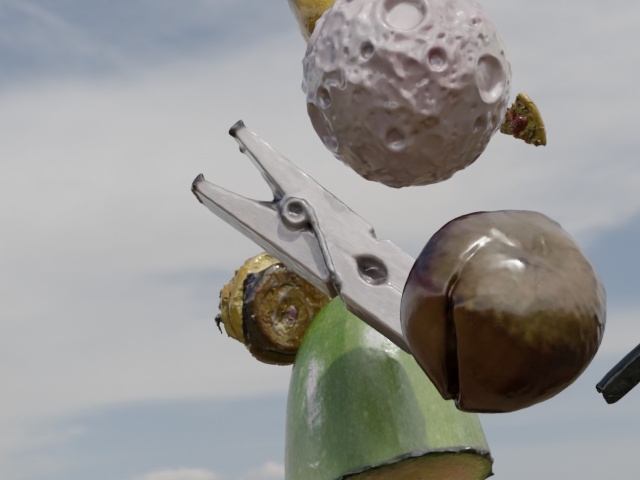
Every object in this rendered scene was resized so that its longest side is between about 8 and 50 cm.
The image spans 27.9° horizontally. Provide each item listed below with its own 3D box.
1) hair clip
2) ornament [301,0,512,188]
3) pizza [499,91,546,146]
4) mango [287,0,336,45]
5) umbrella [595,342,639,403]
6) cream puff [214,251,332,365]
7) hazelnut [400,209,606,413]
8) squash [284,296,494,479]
[{"bbox_3d":[0.000,-0.002,1.474,0.101,0.330,0.085,-48,-21,-14],"label":"hair clip"},{"bbox_3d":[0.095,-0.186,1.535,0.225,0.259,0.259,-30,-11,-14],"label":"ornament"},{"bbox_3d":[0.278,-0.161,1.814,0.078,0.083,0.025,-26,1,45],"label":"pizza"},{"bbox_3d":[0.038,-0.302,1.937,0.109,0.262,0.157,-50,-17,-4],"label":"mango"},{"bbox_3d":[0.365,0.135,1.452,0.133,0.036,0.031,-48,-18,21],"label":"umbrella"},{"bbox_3d":[-0.073,0.105,1.997,0.189,0.189,0.129,2,0,-26],"label":"cream puff"},{"bbox_3d":[0.168,0.079,1.236,0.208,0.208,0.208,-5,-16,-1],"label":"hazelnut"},{"bbox_3d":[0.060,0.221,1.839,0.310,0.309,0.310,-14,-26,-7],"label":"squash"}]
